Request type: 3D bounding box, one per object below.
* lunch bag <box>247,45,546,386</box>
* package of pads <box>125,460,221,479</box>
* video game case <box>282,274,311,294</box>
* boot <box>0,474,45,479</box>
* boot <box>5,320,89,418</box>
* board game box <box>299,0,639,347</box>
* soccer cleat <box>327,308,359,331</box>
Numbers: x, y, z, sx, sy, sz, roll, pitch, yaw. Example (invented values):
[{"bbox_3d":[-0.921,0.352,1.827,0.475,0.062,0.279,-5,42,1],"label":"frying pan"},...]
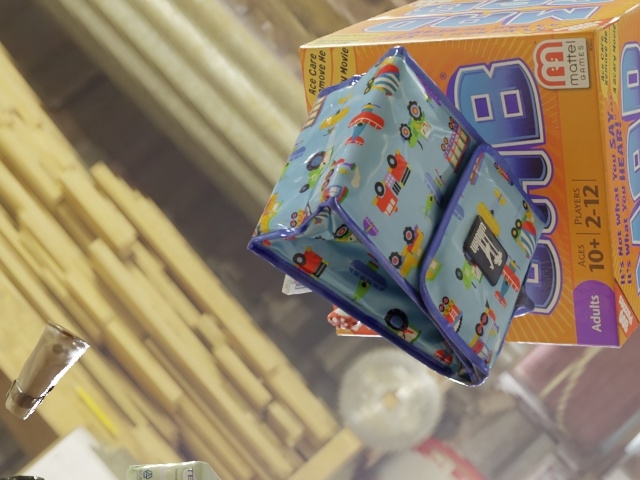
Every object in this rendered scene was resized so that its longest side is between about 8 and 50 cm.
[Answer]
[{"bbox_3d":[0.104,-0.007,1.477,0.293,0.221,0.138,40,-39,-22],"label":"lunch bag"},{"bbox_3d":[-0.138,0.380,1.583,0.296,0.101,0.229,75,11,-70],"label":"package of pads"},{"bbox_3d":[0.000,0.000,1.666,0.011,0.122,0.087,24,18,35],"label":"video game case"},{"bbox_3d":[-0.393,0.386,1.625,0.094,0.246,0.207,25,52,-54],"label":"boot"},{"bbox_3d":[-0.242,0.116,1.282,0.042,0.087,0.118,34,-9,-4],"label":"boot"},{"bbox_3d":[0.230,-0.102,1.784,0.356,0.356,0.356,1,-72,28],"label":"board game box"},{"bbox_3d":[0.041,0.082,1.708,0.029,0.036,0.083,41,-35,-22],"label":"soccer cleat"}]
